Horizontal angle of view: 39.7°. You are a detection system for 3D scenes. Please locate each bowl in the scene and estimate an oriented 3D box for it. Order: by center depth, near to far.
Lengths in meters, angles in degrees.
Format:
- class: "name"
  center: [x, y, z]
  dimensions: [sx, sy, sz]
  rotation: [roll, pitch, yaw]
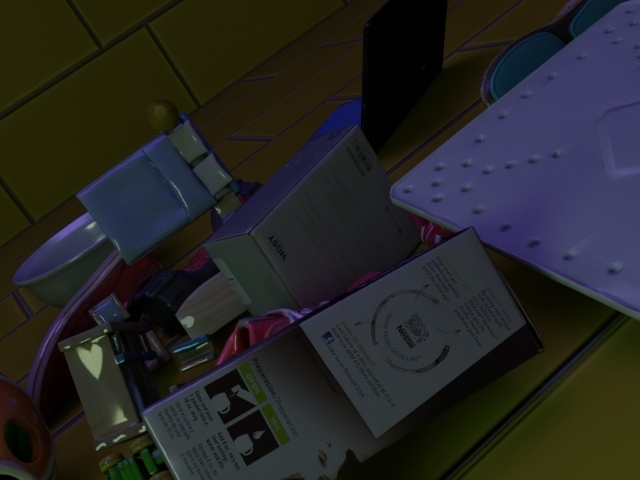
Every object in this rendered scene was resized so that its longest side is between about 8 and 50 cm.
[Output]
- class: "bowl"
  center: [-0.415, 0.039, 1.668]
  dimensions: [0.298, 0.134, 0.298]
  rotation: [-28, 20, 11]

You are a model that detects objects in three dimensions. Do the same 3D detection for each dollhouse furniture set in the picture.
- class: "dollhouse furniture set"
  center: [-0.173, 0.142, 1.021]
  dimensions: [0.184, 0.129, 0.129]
  rotation: [-23, -8, 6]
- class: "dollhouse furniture set"
  center: [-0.229, -0.003, 1.169]
  dimensions: [0.286, 0.303, 0.198]
  rotation: [-35, 0, -6]

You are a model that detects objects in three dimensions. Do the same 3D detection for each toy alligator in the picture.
- class: "toy alligator"
  center: [-0.174, 0.241, 0.963]
  dimensions: [0.190, 0.056, 0.051]
  rotation: [-29, -25, -9]

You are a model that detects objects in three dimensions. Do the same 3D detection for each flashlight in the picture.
- class: "flashlight"
  center: [-0.181, 0.019, 1.410]
  dimensions: [0.103, 0.103, 0.304]
  rotation: [-13, 26, 40]

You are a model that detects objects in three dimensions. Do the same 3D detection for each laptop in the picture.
- class: "laptop"
  center: [0.060, -0.309, 1.649]
  dimensions: [0.236, 0.408, 0.382]
  rotation: [16, 42, 20]

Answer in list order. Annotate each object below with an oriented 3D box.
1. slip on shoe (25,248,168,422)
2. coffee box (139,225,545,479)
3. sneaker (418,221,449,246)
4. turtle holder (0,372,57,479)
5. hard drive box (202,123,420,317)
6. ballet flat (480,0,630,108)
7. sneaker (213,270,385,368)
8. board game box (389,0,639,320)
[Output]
- class: "slip on shoe"
  center: [-0.340, 0.142, 1.355]
  dimensions: [0.331, 0.101, 0.123]
  rotation: [-59, -10, -34]
- class: "coffee box"
  center: [0.009, 0.118, 0.736]
  dimensions: [0.297, 0.119, 0.168]
  rotation: [-29, -4, -15]
- class: "sneaker"
  center: [0.170, -0.034, 1.095]
  dimensions: [0.118, 0.042, 0.067]
  rotation: [-41, 25, -17]
- class: "turtle holder"
  center: [-0.443, 0.288, 0.976]
  dimensions: [0.320, 0.243, 0.227]
  rotation: [-34, 35, -31]
- class: "hard drive box"
  center: [0.000, 0.000, 1.068]
  dimensions: [0.089, 0.181, 0.232]
  rotation: [-11, 28, 46]
- class: "ballet flat"
  center: [0.349, -0.269, 1.307]
  dimensions: [0.348, 0.123, 0.123]
  rotation: [-41, 21, -21]
- class: "sneaker"
  center: [-0.017, 0.112, 0.894]
  dimensions: [0.116, 0.136, 0.314]
  rotation: [-6, 32, 49]
- class: "board game box"
  center: [0.324, -0.086, 0.832]
  dimensions: [0.390, 0.050, 0.390]
  rotation: [-39, 37, -16]
